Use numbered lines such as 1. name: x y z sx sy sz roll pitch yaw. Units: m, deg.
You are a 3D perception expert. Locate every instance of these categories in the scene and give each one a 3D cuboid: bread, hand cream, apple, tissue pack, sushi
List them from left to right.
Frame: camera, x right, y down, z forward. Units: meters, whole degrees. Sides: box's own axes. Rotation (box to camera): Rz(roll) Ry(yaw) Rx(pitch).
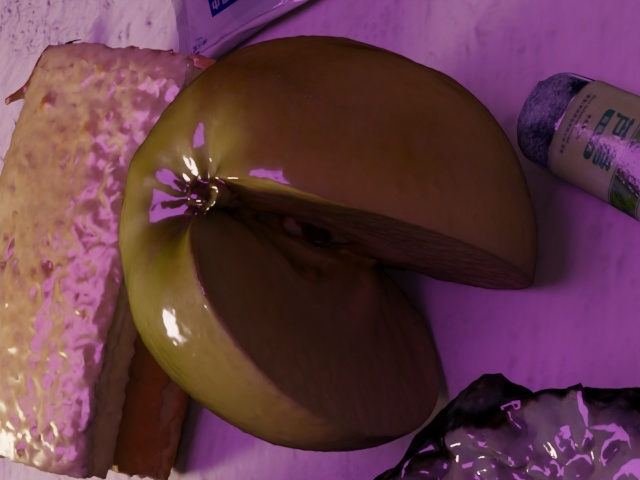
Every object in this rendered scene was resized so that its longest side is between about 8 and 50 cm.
1. bread: -0.206 0.012 1.158 0.236 0.165 0.376 11 85 40
2. tissue pack: -0.070 -0.238 1.200 0.193 0.026 0.123 -28 60 34
3. apple: 0.000 0.000 0.910 0.292 0.254 0.292 -20 60 40
4. sushi: 0.115 0.212 0.797 0.350 0.170 0.211 -37 57 30
5. hand cream: 0.209 -0.060 0.875 0.175 0.046 0.095 32 98 42

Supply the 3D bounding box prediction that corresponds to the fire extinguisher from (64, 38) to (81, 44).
1. fire extinguisher: -0.258 -0.164 1.350 0.046 0.032 0.100 -1 83 54
